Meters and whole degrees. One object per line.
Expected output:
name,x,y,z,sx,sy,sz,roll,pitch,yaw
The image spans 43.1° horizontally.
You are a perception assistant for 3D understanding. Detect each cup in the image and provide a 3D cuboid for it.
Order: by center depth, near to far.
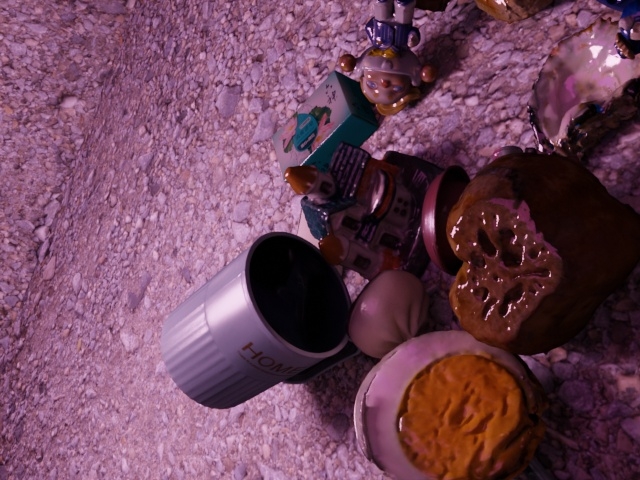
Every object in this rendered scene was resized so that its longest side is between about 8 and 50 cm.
cup,-0.112,0.164,1.612,0.311,0.331,0.257,-35,72,37

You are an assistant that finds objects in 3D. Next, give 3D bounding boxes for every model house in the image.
model house,0.070,-0.068,1.567,0.190,0.300,0.271,36,103,58

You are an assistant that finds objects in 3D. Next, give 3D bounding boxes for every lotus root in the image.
lotus root,0.297,0.019,1.222,0.316,0.250,0.316,5,101,30

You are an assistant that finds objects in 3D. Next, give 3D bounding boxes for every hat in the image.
hat,0.250,-0.033,1.411,0.089,0.205,0.206,-1,73,32

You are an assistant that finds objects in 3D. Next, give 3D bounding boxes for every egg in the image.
egg,0.211,0.289,1.289,0.286,0.174,0.264,-32,57,-1

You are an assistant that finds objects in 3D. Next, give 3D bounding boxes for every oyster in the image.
oyster,0.447,-0.247,1.353,0.198,0.092,0.260,21,82,52

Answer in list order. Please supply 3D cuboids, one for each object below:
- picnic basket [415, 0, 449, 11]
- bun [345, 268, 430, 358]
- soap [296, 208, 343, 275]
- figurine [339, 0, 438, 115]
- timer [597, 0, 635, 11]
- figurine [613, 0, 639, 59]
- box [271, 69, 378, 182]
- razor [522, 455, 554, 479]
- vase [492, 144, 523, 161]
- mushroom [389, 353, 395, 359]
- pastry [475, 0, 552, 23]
picnic basket,0.149,-0.648,1.645,0.293,0.337,0.337,-57,40,15
bun,0.139,0.142,1.490,0.120,0.173,0.173,33,101,31
soap,0.000,0.000,1.796,0.121,0.063,0.183,-7,69,50
figurine,0.132,-0.392,1.661,0.193,0.274,0.133,-8,44,22
timer,0.532,-0.583,1.293,0.270,0.270,0.384,-27,42,41
figurine,0.516,-0.290,1.156,0.164,0.262,0.121,39,113,35
box,0.005,-0.250,1.872,0.245,0.092,0.153,-44,45,30
razor,0.343,0.376,1.246,0.111,0.056,0.278,-55,34,17
vase,0.337,-0.064,1.411,0.086,0.086,0.214,-27,51,41
mushroom,0.182,0.247,1.433,0.148,0.112,0.148,9,108,31
pastry,0.378,-0.505,1.531,0.182,0.093,0.192,-54,34,12
